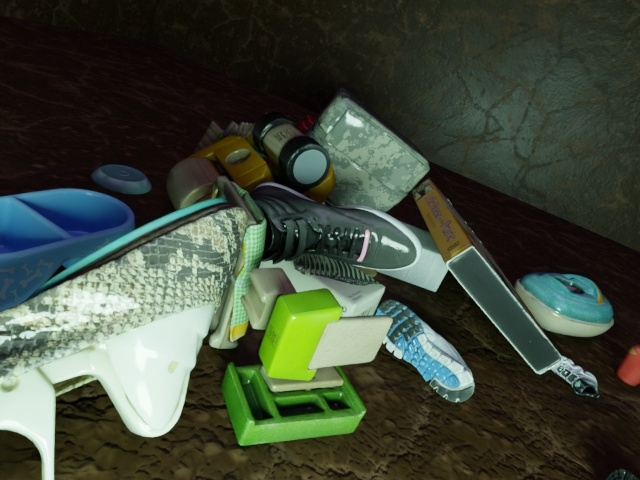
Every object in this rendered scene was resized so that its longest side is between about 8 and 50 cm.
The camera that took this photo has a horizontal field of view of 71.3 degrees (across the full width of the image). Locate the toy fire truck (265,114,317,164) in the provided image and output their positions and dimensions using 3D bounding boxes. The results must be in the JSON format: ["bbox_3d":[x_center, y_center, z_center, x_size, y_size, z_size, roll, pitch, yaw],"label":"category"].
[{"bbox_3d":[-0.008,-0.228,1.361,0.254,0.169,0.302,43,21,-12],"label":"toy fire truck"}]

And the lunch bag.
[{"bbox_3d":[0.079,-0.197,1.132,0.305,0.256,0.212,34,21,-15],"label":"lunch bag"}]

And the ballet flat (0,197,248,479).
[{"bbox_3d":[-0.229,0.117,0.345,0.483,0.164,0.182,-24,74,-38],"label":"ballet flat"}]

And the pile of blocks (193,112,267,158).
[{"bbox_3d":[-0.190,-0.224,1.145,0.113,0.149,0.362,26,-11,-41],"label":"pile of blocks"}]

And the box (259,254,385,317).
[{"bbox_3d":[-0.039,0.055,0.752,0.275,0.094,0.113,33,27,24],"label":"box"}]

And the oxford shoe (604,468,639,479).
[{"bbox_3d":[0.421,0.365,0.490,0.096,0.082,0.227,24,24,-6],"label":"oxford shoe"}]

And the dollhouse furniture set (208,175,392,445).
[{"bbox_3d":[-0.051,0.070,0.579,0.151,0.197,0.301,5,29,-31],"label":"dollhouse furniture set"}]

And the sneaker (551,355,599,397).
[{"bbox_3d":[0.468,0.255,0.824,0.098,0.038,0.069,25,23,10],"label":"sneaker"}]

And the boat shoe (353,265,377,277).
[{"bbox_3d":[0.052,0.031,0.943,0.153,0.048,0.056,27,24,12],"label":"boat shoe"}]

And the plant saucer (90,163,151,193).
[{"bbox_3d":[-0.414,-0.133,0.935,0.119,0.021,0.119,19,23,-8],"label":"plant saucer"}]

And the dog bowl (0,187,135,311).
[{"bbox_3d":[-0.384,-0.002,0.608,0.166,0.074,0.297,29,25,17],"label":"dog bowl"}]

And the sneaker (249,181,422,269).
[{"bbox_3d":[0.000,0.000,0.670,0.296,0.104,0.147,19,26,11],"label":"sneaker"}]

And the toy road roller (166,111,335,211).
[{"bbox_3d":[-0.124,-0.090,0.934,0.330,0.240,0.202,-28,42,-12],"label":"toy road roller"}]

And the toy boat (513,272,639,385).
[{"bbox_3d":[0.620,0.166,1.010,0.268,0.148,0.318,6,27,-32],"label":"toy boat"}]

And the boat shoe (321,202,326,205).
[{"bbox_3d":[-0.060,-0.097,1.116,0.063,0.066,0.184,-22,49,-40],"label":"boat shoe"}]

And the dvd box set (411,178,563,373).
[{"bbox_3d":[0.338,0.047,0.971,0.307,0.062,0.420,48,18,-15],"label":"dvd box set"}]

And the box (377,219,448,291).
[{"bbox_3d":[0.196,0.025,1.024,0.171,0.091,0.130,20,24,-6],"label":"box"}]

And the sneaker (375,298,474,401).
[{"bbox_3d":[0.167,0.170,0.718,0.190,0.071,0.083,47,19,18],"label":"sneaker"}]
